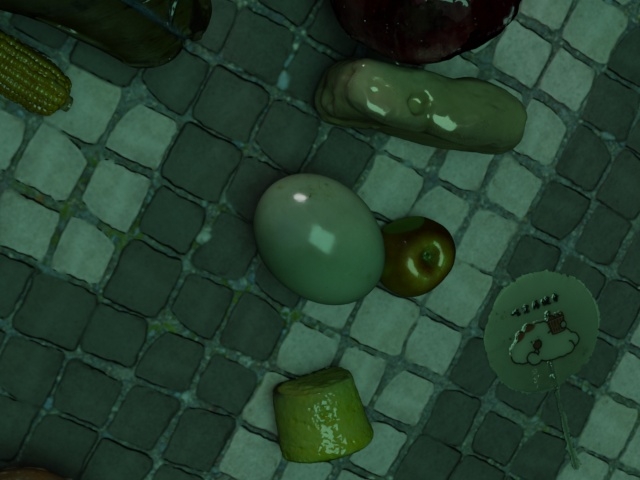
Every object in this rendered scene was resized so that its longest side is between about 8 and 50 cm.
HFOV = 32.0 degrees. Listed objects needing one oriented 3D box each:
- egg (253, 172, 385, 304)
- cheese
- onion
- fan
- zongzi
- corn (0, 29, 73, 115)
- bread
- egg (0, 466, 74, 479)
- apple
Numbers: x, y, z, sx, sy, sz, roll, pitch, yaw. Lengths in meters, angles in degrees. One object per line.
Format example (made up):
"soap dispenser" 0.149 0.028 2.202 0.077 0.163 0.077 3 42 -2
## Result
"egg" 0.000 0.000 1.422 0.149 0.149 0.192 -46 109 -4
"cheese" 0.133 -0.172 1.425 0.262 0.159 0.093 11 92 -20
"onion" 0.132 -0.318 1.372 0.252 0.252 0.219 -36 144 -8
"fan" 0.345 0.198 1.647 0.190 0.009 0.329 -19 106 -14
"zongzi" -0.343 -0.288 1.246 0.393 0.174 0.356 -33 130 5
"corn" -0.381 -0.214 1.302 0.207 0.068 0.068 33 90 -18
"bread" 0.003 0.240 1.500 0.129 0.111 0.114 -18 98 -18
"egg" -0.383 0.383 1.353 0.245 0.203 0.203 -24 107 -17
"apple" 0.127 0.023 1.493 0.114 0.102 0.099 -18 104 -14
